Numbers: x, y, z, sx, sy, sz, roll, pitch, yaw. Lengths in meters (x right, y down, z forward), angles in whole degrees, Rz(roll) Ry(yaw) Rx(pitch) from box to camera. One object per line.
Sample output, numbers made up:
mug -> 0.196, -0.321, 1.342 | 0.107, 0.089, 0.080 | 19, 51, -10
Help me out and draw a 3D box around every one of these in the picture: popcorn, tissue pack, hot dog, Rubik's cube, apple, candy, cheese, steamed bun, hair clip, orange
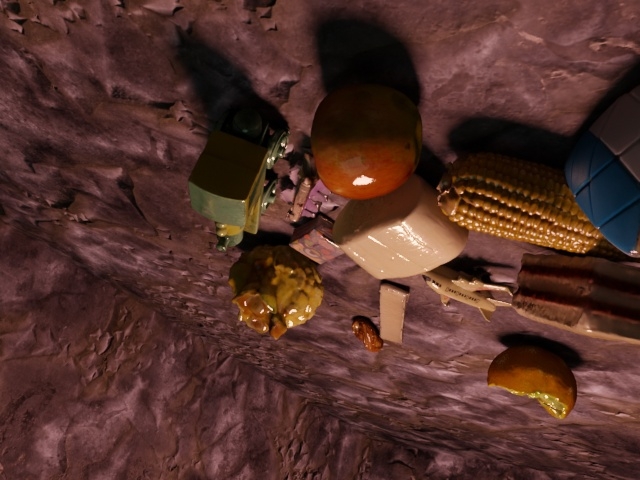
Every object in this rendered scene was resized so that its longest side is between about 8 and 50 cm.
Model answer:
popcorn -> -0.125, 0.132, 1.620 | 0.257, 0.270, 0.224 | -26, 151, -3
tissue pack -> 0.000, 0.000, 1.459 | 0.108, 0.060, 0.148 | 31, 153, -19
hot dog -> 0.155, 0.313, 1.916 | 0.099, 0.065, 0.147 | 48, 178, 42
Rubik's cube -> 0.443, -0.096, 0.758 | 0.254, 0.254, 0.254 | 18, 154, 9
apple -> 0.078, -0.163, 0.954 | 0.196, 0.196, 0.196 | 18, 154, 9
candy -> 0.493, 0.103, 1.044 | 0.179, 0.135, 0.320 | 10, -179, -3
cheese -> 0.216, 0.227, 1.749 | 0.085, 0.034, 0.400 | 16, 153, 13
steamed bun -> 0.161, -0.031, 1.172 | 0.200, 0.155, 0.250 | 35, 145, -30
hair clip -> -0.034, -0.105, 1.278 | 0.106, 0.085, 0.292 | 19, 159, -4
orange -> 0.586, 0.371, 1.575 | 0.237, 0.158, 0.179 | 25, -169, 6

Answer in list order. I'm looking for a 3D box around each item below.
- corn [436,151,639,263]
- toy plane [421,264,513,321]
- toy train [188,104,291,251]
corn -> 0.387, -0.055, 0.970 | 0.387, 0.144, 0.144 | 15, 153, 14
toy plane -> 0.335, 0.110, 1.372 | 0.244, 0.092, 0.229 | 33, 154, -19
toy train -> -0.173, -0.103, 1.200 | 0.150, 0.237, 0.369 | 20, 154, 1
